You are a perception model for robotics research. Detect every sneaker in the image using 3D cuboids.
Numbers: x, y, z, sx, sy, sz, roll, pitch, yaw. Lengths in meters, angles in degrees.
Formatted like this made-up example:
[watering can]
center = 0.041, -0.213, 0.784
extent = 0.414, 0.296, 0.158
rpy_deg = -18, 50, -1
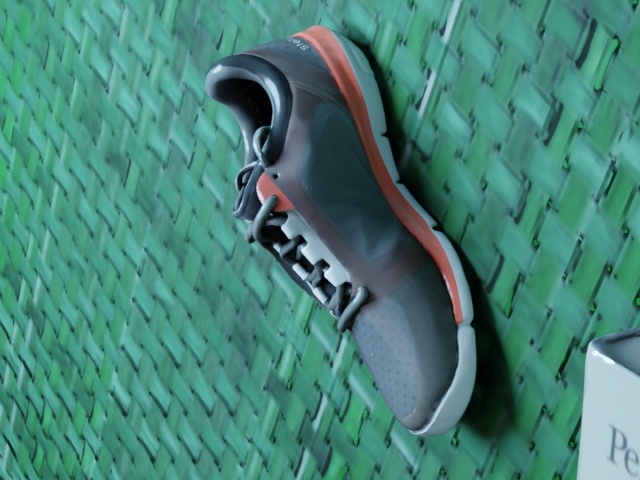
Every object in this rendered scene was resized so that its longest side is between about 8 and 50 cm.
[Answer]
[sneaker]
center = 0.000, 0.000, 0.638
extent = 0.061, 0.065, 0.158
rpy_deg = -51, 56, 51

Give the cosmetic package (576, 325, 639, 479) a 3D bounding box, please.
[cosmetic package]
center = 0.139, 0.169, 0.402
extent = 0.153, 0.129, 0.296
rpy_deg = 27, 121, 54
